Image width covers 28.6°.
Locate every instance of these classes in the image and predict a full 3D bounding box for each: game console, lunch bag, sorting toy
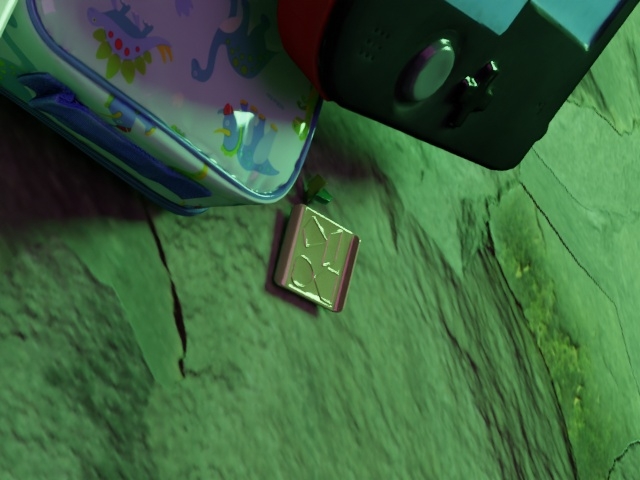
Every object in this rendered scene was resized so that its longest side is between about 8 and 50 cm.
[{"bbox_3d":[0.161,-0.222,0.743,0.386,0.060,0.342,-54,150,13],"label":"game console"},{"bbox_3d":[-0.089,-0.122,0.683,0.219,0.090,0.176,35,60,-43],"label":"lunch bag"},{"bbox_3d":[0.000,0.000,0.832,0.062,0.012,0.083,27,69,-39],"label":"sorting toy"}]

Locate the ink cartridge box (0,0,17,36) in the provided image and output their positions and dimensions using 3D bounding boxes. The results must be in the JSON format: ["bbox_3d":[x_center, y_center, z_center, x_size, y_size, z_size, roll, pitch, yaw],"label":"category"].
[{"bbox_3d":[-0.253,-0.070,0.469,0.207,0.117,0.283,39,59,-39],"label":"ink cartridge box"}]
